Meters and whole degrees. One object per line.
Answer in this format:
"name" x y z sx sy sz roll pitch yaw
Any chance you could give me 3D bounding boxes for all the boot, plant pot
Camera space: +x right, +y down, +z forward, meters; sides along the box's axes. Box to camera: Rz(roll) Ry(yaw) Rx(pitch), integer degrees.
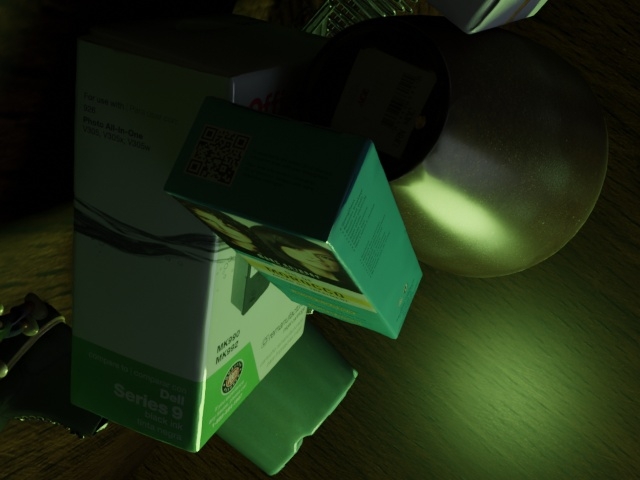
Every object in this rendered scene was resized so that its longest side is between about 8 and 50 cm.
"boot" -0.296 0.184 0.749 0.198 0.137 0.077 -51 174 25
"plant pot" 0.088 -0.080 0.537 0.215 0.215 0.230 -51 156 17
"plant pot" -0.132 0.237 1.348 0.341 0.334 0.341 -48 175 -6

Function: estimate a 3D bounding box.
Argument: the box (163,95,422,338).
"box" 0.000 0.000 0.469 0.060 0.100 0.244 -67 160 -12

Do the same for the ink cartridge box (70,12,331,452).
"ink cartridge box" -0.085 -0.019 0.566 0.211 0.121 0.289 -42 146 -59

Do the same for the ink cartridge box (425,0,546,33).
"ink cartridge box" 0.123 -0.292 0.502 0.197 0.198 0.270 -52 173 30

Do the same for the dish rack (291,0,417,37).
"dish rack" 0.060 -0.259 0.768 0.271 0.074 0.208 -49 179 -2

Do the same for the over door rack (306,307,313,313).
"over door rack" 0.030 -0.082 0.950 0.324 0.108 0.239 -59 -156 19

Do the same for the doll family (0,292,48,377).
"doll family" -0.297 0.100 0.532 0.193 0.076 0.111 -49 180 27
